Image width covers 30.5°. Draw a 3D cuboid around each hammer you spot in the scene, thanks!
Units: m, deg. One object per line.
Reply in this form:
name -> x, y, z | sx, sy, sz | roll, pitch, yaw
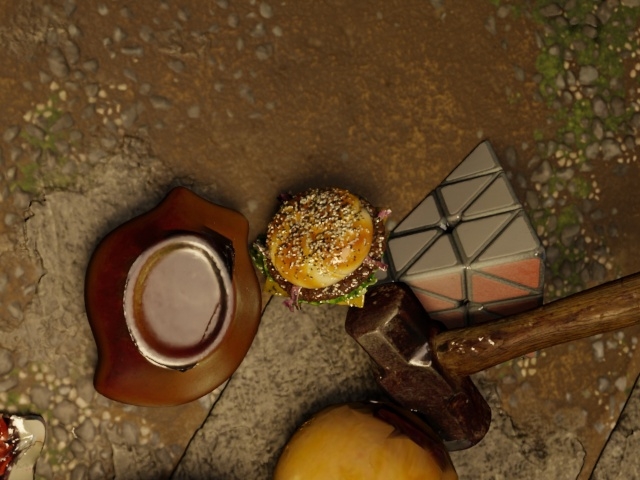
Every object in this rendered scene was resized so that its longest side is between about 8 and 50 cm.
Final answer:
hammer -> 0.252, 0.112, 1.431 | 0.242, 0.409, 0.095 | 52, 32, -27

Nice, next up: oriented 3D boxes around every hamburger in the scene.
hamburger -> -0.004, 0.002, 1.473 | 0.190, 0.093, 0.164 | -7, 60, 22

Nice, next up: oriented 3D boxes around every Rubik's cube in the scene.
Rubik's cube -> 0.201, 0.029, 1.549 | 0.228, 0.229, 0.233 | 38, 118, 24

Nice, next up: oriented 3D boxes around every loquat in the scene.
loquat -> 0.054, 0.309, 1.448 | 0.235, 0.235, 0.235 | 1, 87, -17

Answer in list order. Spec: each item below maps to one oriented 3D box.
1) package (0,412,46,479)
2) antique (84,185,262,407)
package -> -0.442, 0.274, 1.393 | 0.232, 0.040, 0.166 | 11, 85, -15
antique -> -0.181, 0.074, 1.435 | 0.223, 0.129, 0.278 | 29, 77, -11
